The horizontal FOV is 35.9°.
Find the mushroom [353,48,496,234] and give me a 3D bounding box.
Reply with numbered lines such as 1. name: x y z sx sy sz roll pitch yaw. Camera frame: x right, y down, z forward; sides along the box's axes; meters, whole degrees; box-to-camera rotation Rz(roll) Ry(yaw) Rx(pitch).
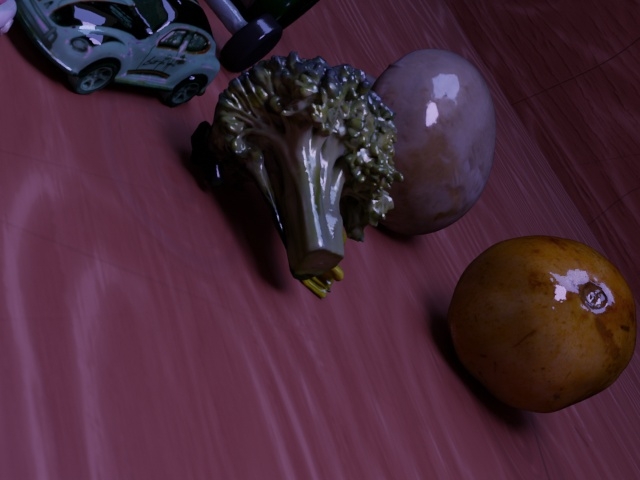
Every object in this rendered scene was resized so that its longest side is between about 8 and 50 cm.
1. mushroom: 0.120 -0.161 1.556 0.290 0.292 0.293 20 2 35

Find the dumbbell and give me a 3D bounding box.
1. dumbbell: -0.150 -0.352 1.469 0.191 0.100 0.100 50 21 1

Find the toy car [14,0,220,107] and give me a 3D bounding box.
1. toy car: -0.217 -0.250 1.143 0.136 0.125 0.306 56 21 13

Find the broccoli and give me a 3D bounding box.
1. broccoli: -0.025 -0.071 1.151 0.263 0.247 0.243 79 3 -62

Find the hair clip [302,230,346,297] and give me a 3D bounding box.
1. hair clip: 0.000 0.000 1.258 0.072 0.046 0.173 41 23 -18

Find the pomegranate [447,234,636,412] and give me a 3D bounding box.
1. pomegranate: 0.306 0.120 1.404 0.264 0.264 0.264 41 23 -22

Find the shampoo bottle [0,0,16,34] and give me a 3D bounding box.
1. shampoo bottle: -0.348 -0.245 0.982 0.099 0.043 0.072 44 24 -15

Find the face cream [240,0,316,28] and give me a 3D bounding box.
1. face cream: -0.127 -0.546 1.669 0.357 0.219 0.312 50 22 -3
